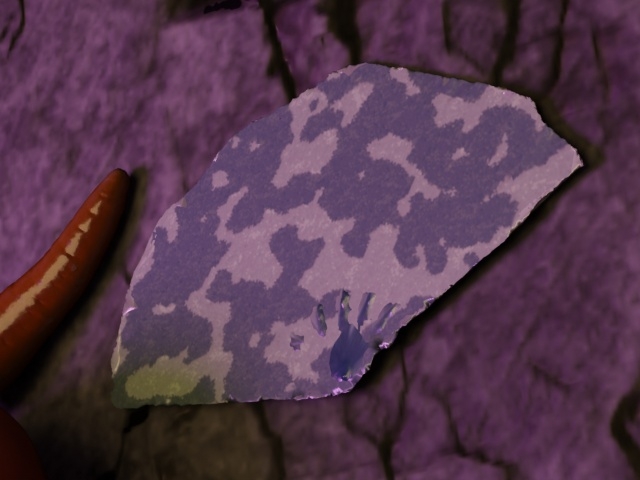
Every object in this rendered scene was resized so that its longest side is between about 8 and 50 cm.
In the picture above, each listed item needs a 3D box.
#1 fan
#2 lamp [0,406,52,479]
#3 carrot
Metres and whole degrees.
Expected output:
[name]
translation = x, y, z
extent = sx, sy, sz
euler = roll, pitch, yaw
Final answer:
[fan]
translation = 0.000, 0.000, 0.759
extent = 0.240, 0.009, 0.131
euler = -28, 63, 30
[lamp]
translation = -0.194, 0.143, 0.766
extent = 0.164, 0.187, 0.188
euler = -10, 74, 39
[carrot]
translation = -0.127, 0.027, 0.838
extent = 0.142, 0.035, 0.035
euler = -48, 55, 10
